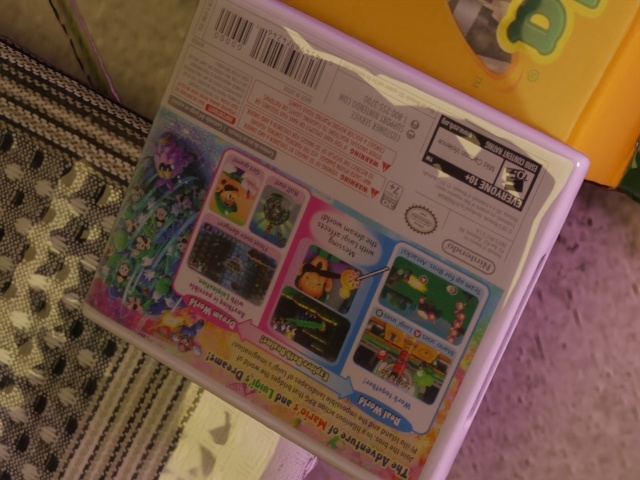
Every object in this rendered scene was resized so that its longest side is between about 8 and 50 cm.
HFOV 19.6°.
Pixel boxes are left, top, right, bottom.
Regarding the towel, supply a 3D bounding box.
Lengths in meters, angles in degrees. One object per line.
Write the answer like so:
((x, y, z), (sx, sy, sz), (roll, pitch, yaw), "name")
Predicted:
((-0.166, 0.081, 0.759), (0.312, 0.056, 0.324), (31, 92, 17), "towel")

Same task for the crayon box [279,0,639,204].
((0.061, -0.158, 0.700), (0.318, 0.081, 0.202), (31, 99, 23), "crayon box")

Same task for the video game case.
((0.000, 0.000, 0.671), (0.157, 0.019, 0.143), (29, 108, 20), "video game case")
